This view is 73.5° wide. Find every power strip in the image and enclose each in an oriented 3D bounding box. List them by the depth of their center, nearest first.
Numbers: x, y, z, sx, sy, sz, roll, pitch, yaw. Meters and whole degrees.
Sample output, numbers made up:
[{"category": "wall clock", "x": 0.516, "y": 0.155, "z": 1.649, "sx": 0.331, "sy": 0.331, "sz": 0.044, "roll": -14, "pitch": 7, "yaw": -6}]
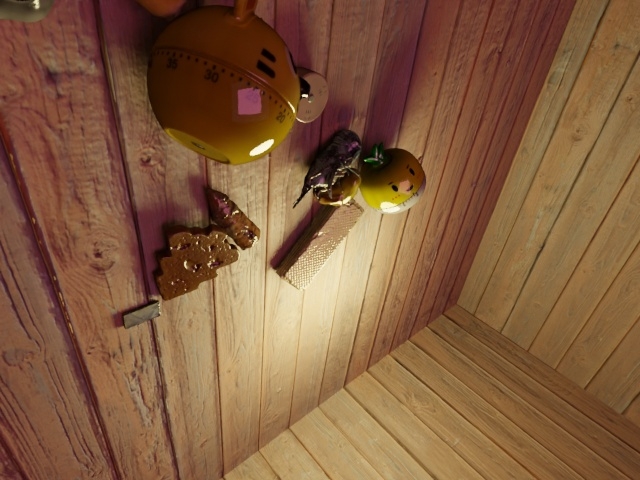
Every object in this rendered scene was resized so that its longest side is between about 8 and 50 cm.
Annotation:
[{"category": "power strip", "x": -0.051, "y": -0.443, "z": 1.301, "sx": 0.154, "sy": 0.078, "sz": 0.154, "roll": -29, "pitch": 138, "yaw": -30}]

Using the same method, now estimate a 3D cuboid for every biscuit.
[{"category": "biscuit", "x": -0.409, "y": 0.068, "z": 1.329, "sx": 0.301, "sy": 0.043, "sz": 0.278, "roll": -46, "pitch": 142, "yaw": 8}, {"category": "biscuit", "x": 0.000, "y": 0.000, "z": 1.710, "sx": 0.144, "sy": 0.078, "sz": 0.426, "roll": 40, "pitch": 87, "yaw": -34}]

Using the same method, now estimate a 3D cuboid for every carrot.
[{"category": "carrot", "x": -0.283, "y": -0.078, "z": 1.345, "sx": 0.102, "sy": 0.102, "sz": 0.263, "roll": -45, "pitch": 140, "yaw": -13}]

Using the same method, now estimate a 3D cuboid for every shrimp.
[{"category": "shrimp", "x": 0.041, "y": -0.239, "z": 1.496, "sx": 0.137, "sy": 0.172, "sz": 0.372, "roll": 38, "pitch": 72, "yaw": -31}]

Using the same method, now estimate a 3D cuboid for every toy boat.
[{"category": "toy boat", "x": -0.557, "y": 0.231, "z": 1.339, "sx": 0.115, "sy": 0.016, "sz": 0.063, "roll": -20, "pitch": 134, "yaw": -38}]

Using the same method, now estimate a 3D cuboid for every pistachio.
[{"category": "pistachio", "x": 0.073, "y": -0.199, "z": 1.620, "sx": 0.189, "sy": 0.110, "sz": 0.100, "roll": -40, "pitch": 126, "yaw": 10}]

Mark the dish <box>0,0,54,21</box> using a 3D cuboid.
[{"category": "dish", "x": -0.533, "y": -0.465, "z": 0.729, "sx": 0.191, "sy": 0.066, "sz": 0.190, "roll": -30, "pitch": 139, "yaw": -31}]

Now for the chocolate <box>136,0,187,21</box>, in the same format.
[{"category": "chocolate", "x": -0.406, "y": -0.588, "z": 0.717, "sx": 0.445, "sy": 0.162, "sz": 0.162, "roll": 29, "pitch": 96, "yaw": -51}]

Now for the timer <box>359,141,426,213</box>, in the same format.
[{"category": "timer", "x": 0.258, "y": -0.265, "z": 1.677, "sx": 0.285, "sy": 0.285, "sz": 0.285, "roll": -30, "pitch": 139, "yaw": -30}]

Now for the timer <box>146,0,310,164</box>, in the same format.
[{"category": "timer", "x": -0.193, "y": -0.379, "z": 0.970, "sx": 0.376, "sy": 0.376, "sz": 0.386, "roll": 28, "pitch": 82, "yaw": -55}]
